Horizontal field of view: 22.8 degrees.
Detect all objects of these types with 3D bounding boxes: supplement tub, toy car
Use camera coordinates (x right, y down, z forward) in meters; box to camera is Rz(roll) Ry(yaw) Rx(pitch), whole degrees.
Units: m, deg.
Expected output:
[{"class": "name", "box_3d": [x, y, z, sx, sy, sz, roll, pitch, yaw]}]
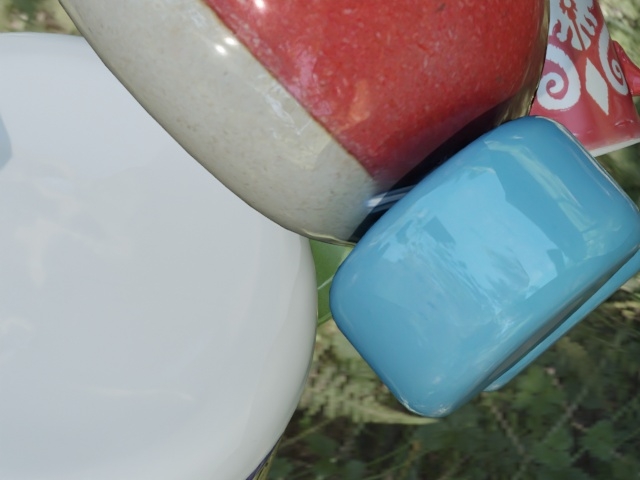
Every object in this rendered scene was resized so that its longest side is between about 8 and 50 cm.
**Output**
[{"class": "supplement tub", "box_3d": [-0.142, 0.088, 0.754, 0.241, 0.331, 0.241, 5, 58, -9]}, {"class": "toy car", "box_3d": [0.054, -0.113, 0.427, 0.238, 0.210, 0.219, -42, 80, 8]}]

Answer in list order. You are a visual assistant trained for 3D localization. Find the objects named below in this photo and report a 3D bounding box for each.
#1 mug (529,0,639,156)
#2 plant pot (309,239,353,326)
[{"class": "mug", "box_3d": [0.117, -0.125, 0.880, 0.113, 0.150, 0.169, -20, 86, 61]}, {"class": "plant pot", "box_3d": [0.000, 0.000, 1.016, 0.083, 0.083, 0.079, -39, 95, 13]}]
